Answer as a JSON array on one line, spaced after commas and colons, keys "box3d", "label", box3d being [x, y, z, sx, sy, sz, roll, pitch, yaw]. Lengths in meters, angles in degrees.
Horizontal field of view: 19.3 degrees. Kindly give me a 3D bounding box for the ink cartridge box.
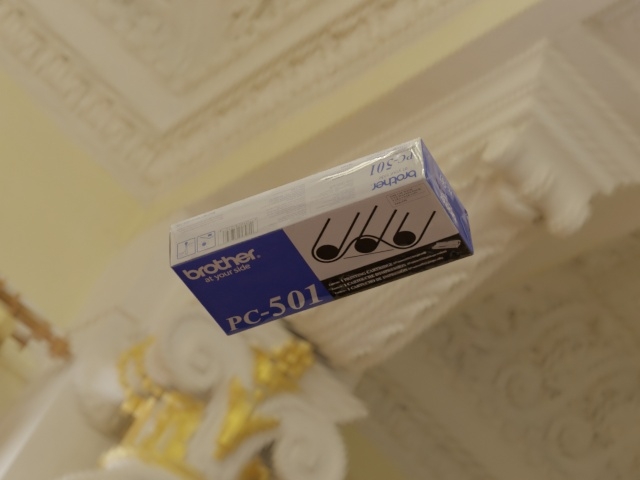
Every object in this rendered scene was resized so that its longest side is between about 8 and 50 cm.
[{"box3d": [0.000, 0.000, 1.405, 0.207, 0.046, 0.097, -19, -43, 17], "label": "ink cartridge box"}]
